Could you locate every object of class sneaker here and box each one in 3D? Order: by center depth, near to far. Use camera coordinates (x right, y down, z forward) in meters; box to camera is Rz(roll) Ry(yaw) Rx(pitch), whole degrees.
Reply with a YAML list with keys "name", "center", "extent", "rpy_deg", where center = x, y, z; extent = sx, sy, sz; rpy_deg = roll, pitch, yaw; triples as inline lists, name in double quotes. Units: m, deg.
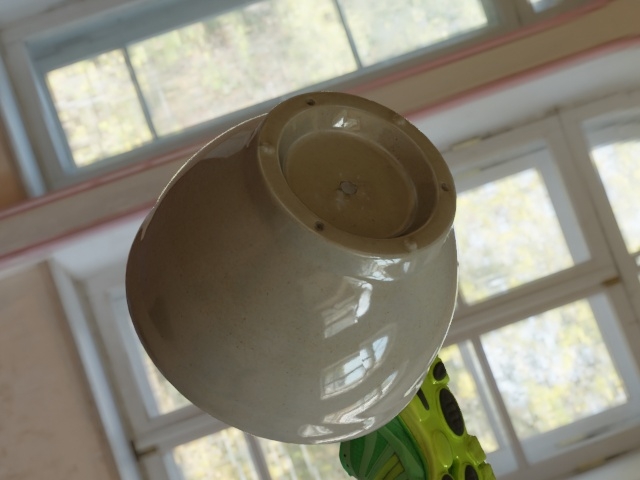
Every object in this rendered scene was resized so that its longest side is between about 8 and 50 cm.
- name: "sneaker"
  center: [0.093, 0.226, 1.189]
  extent: [0.123, 0.109, 0.295]
  rpy_deg: [-34, -113, 44]

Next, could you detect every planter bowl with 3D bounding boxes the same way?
- name: "planter bowl"
  center: [0.000, 0.000, 0.558]
  extent: [0.109, 0.162, 0.162]
  rpy_deg: [-59, -137, 47]
